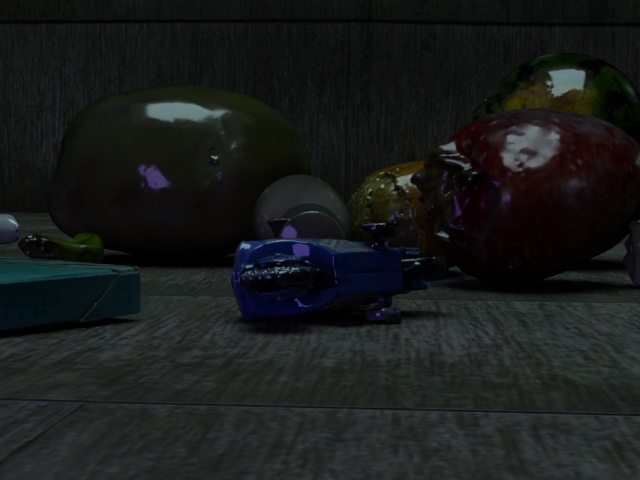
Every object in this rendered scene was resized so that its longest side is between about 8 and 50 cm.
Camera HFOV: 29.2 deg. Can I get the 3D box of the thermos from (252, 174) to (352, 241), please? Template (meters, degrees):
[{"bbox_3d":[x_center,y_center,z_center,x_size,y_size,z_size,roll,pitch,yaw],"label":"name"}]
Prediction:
[{"bbox_3d":[0.000,0.000,1.251,0.137,0.105,0.193,32,3,-8],"label":"thermos"}]

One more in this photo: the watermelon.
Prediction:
[{"bbox_3d":[0.295,-0.100,1.532,0.269,0.269,0.269,1,3,0],"label":"watermelon"}]

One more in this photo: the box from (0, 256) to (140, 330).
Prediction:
[{"bbox_3d":[-0.264,0.040,0.873,0.162,0.041,0.229,3,5,36],"label":"box"}]

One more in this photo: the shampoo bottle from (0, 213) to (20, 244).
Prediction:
[{"bbox_3d":[-0.463,-0.013,1.483,0.192,0.074,0.074,-3,5,-40],"label":"shampoo bottle"}]

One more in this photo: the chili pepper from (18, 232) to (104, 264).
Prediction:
[{"bbox_3d":[-0.257,0.015,1.273,0.052,0.050,0.201,-15,0,4],"label":"chili pepper"}]

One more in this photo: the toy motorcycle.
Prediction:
[{"bbox_3d":[0.005,0.028,0.943,0.205,0.076,0.114,-2,-3,-45],"label":"toy motorcycle"}]

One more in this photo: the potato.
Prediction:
[{"bbox_3d":[-0.175,-0.084,1.521,0.326,0.221,0.243,6,2,11],"label":"potato"}]

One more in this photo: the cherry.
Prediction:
[{"bbox_3d":[0.224,-0.052,1.236,0.249,0.175,0.192,-18,3,-18],"label":"cherry"}]

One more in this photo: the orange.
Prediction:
[{"bbox_3d":[0.103,-0.022,1.372,0.156,0.134,0.156,-24,2,1],"label":"orange"}]

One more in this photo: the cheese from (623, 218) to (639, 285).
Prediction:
[{"bbox_3d":[0.425,0.015,1.175,0.248,0.071,0.163,1,4,4],"label":"cheese"}]
